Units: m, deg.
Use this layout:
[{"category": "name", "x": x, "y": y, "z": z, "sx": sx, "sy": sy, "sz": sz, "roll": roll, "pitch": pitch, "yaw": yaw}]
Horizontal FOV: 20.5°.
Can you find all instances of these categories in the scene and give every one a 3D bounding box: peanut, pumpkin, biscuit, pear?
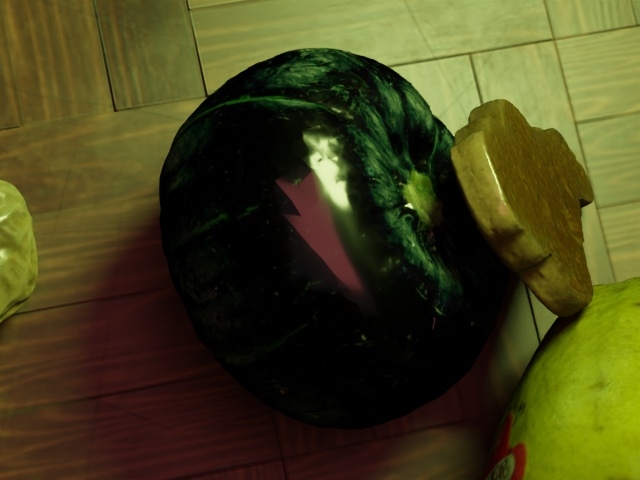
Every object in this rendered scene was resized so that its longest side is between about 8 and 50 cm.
[{"category": "peanut", "x": -0.294, "y": 0.042, "z": 1.492, "sx": 0.093, "sy": 0.083, "sz": 0.194, "roll": 24, "pitch": 77, "yaw": -39}, {"category": "pumpkin", "x": 0.000, "y": 0.000, "z": 1.457, "sx": 0.315, "sy": 0.238, "sz": 0.315, "roll": 22, "pitch": 56, "yaw": -37}, {"category": "biscuit", "x": 0.177, "y": -0.034, "z": 1.477, "sx": 0.047, "sy": 0.320, "sz": 0.183, "roll": -22, "pitch": 100, "yaw": 21}, {"category": "pear", "x": 0.274, "y": 0.175, "z": 1.453, "sx": 0.287, "sy": 0.287, "sz": 0.375, "roll": 13, "pitch": 49, "yaw": -5}]
